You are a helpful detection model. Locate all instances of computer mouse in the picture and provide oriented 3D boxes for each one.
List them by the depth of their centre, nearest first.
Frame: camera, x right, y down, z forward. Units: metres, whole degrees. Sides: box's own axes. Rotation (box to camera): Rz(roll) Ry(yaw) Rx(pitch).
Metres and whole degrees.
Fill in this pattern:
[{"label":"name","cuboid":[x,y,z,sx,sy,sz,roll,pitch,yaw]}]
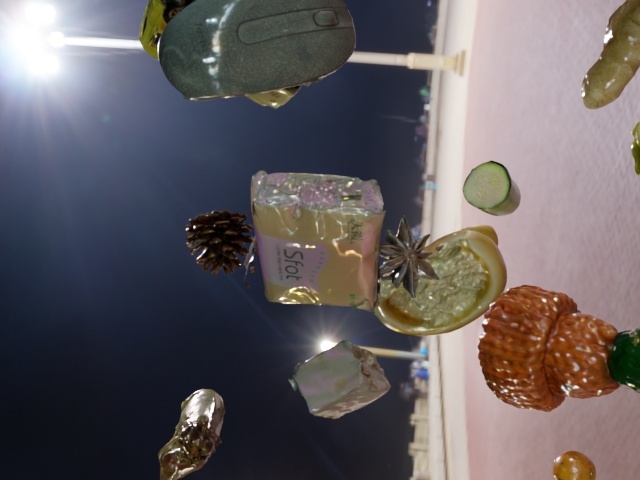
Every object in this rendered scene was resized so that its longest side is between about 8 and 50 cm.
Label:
[{"label":"computer mouse","cuboid":[-0.099,-0.359,1.294,0.114,0.374,0.203,167,82,-75]}]

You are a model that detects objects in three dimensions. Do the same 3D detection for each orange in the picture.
[{"label":"orange","cuboid":[0.493,0.449,1.416,0.083,0.083,0.083,6,-90,-83]}]

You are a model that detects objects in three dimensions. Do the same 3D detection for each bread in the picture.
[{"label":"bread","cuboid":[0.348,0.106,2.221,0.329,0.424,0.245,39,-150,-37]}]

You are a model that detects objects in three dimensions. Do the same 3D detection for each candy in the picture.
[{"label":"candy","cuboid":[0.049,0.347,1.809,0.185,0.195,0.137,33,-151,-55]}]

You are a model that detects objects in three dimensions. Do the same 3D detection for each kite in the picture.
[{"label":"kite","cuboid":[-0.200,0.021,2.208,0.360,0.022,0.204,-105,37,-73]}]

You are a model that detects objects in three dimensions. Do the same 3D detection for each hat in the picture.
[{"label":"hat","cuboid":[0.558,0.229,1.552,0.285,0.400,0.285,7,-98,-55]}]

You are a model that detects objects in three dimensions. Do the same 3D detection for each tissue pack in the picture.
[{"label":"tissue pack","cuboid":[0.000,0.000,1.218,0.256,0.215,0.123,87,-171,-47]}]

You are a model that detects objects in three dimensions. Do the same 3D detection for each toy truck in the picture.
[{"label":"toy truck","cuboid":[-0.209,-0.453,1.668,0.254,0.405,0.180,-42,37,43]}]

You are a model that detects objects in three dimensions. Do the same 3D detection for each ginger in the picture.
[{"label":"ginger","cuboid":[0.486,-0.343,1.066,0.148,0.081,0.333,-55,-7,-41]}]

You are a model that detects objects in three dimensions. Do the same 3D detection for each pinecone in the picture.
[{"label":"pinecone","cuboid":[-0.289,0.006,2.095,0.208,0.208,0.207,6,-90,-83]}]

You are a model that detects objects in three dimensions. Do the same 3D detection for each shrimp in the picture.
[{"label":"shrimp","cuboid":[-0.176,0.270,0.972,0.145,0.061,0.267,-57,10,-12]}]

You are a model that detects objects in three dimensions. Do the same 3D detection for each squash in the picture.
[{"label":"squash","cuboid":[0.350,-0.089,1.444,0.188,0.095,0.095,19,-104,-63]}]

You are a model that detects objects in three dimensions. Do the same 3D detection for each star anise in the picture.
[{"label":"star anise","cuboid":[0.211,0.043,1.779,0.182,0.195,0.065,-60,10,-25]}]

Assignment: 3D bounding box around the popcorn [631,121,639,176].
[{"label":"popcorn","cuboid":[0.887,-0.230,1.791,0.242,0.235,0.250,109,-177,-47]}]
